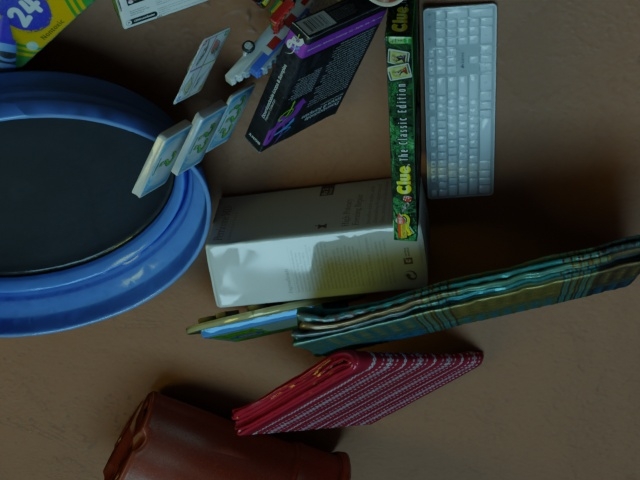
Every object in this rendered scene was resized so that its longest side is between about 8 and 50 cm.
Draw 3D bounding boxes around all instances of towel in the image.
[{"bbox_3d":[0.047,0.174,1.777,0.199,0.031,0.275,-32,159,32],"label":"towel"},{"bbox_3d":[0.158,0.061,1.605,0.370,0.040,0.271,-13,172,3],"label":"towel"}]

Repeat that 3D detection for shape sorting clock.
[{"bbox_3d":[-0.051,0.079,1.707,0.206,0.040,0.206,-11,171,-2],"label":"shape sorting clock"}]

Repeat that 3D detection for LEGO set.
[{"bbox_3d":[-0.073,-0.152,1.438,0.060,0.182,0.244,37,124,11],"label":"LEGO set"}]

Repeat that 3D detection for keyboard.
[{"bbox_3d":[0.144,-0.138,1.556,0.072,0.014,0.256,0,136,6],"label":"keyboard"}]

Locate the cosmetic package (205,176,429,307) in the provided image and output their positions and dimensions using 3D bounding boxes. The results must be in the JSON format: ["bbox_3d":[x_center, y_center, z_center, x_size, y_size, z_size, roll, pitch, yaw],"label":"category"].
[{"bbox_3d":[0.000,0.000,1.626,0.231,0.117,0.085,-6,118,8],"label":"cosmetic package"}]

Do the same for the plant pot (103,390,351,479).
[{"bbox_3d":[-0.141,0.336,1.911,0.265,0.272,0.272,27,132,-9],"label":"plant pot"}]

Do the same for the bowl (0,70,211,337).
[{"bbox_3d":[-0.311,-0.033,1.592,0.391,0.077,0.391,-9,146,-6],"label":"bowl"}]

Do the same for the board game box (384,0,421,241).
[{"bbox_3d":[0.083,-0.137,1.478,0.030,0.136,0.260,3,135,8],"label":"board game box"}]

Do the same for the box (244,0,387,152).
[{"bbox_3d":[-0.005,-0.165,1.476,0.029,0.116,0.162,45,138,18],"label":"box"}]

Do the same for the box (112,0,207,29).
[{"bbox_3d":[-0.097,-0.277,1.367,0.207,0.036,0.114,-20,134,-9],"label":"box"}]

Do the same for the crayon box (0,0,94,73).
[{"bbox_3d":[-0.360,-0.306,1.390,0.323,0.083,0.203,36,128,-27],"label":"crayon box"}]

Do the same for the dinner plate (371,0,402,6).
[{"bbox_3d":[0.052,-0.280,1.353,0.017,0.141,0.141,-20,143,-27],"label":"dinner plate"}]
